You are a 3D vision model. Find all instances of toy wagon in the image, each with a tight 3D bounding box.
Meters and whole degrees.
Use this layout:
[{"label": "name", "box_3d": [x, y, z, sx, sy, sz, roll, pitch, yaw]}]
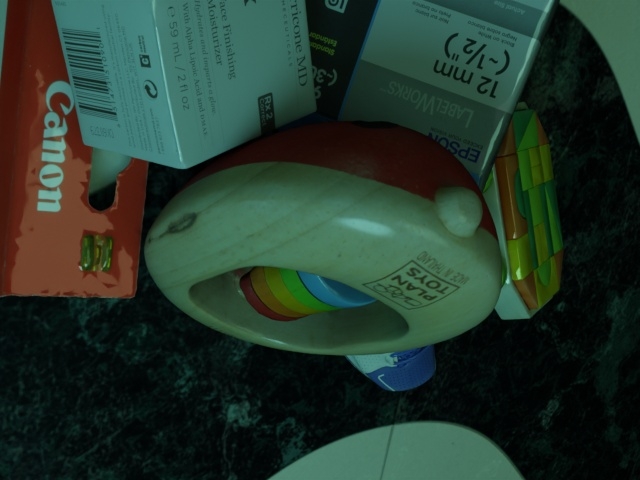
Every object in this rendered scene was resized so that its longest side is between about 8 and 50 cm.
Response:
[{"label": "toy wagon", "box_3d": [0.239, -0.079, 1.010, 0.267, 0.068, 0.345, -20, 102, -58]}]

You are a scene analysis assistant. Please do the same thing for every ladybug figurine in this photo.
[{"label": "ladybug figurine", "box_3d": [0.000, 0.000, 0.795, 0.305, 0.449, 0.162, 30, 64, -29]}]

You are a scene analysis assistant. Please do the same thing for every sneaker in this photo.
[{"label": "sneaker", "box_3d": [0.097, 0.095, 1.015, 0.127, 0.182, 0.316, -29, 124, -15]}]

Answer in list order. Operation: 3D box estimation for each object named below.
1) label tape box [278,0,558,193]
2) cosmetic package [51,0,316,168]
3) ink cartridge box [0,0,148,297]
[{"label": "label tape box", "box_3d": [0.084, -0.171, 0.844, 0.115, 0.249, 0.348, -23, 135, -74]}, {"label": "cosmetic package", "box_3d": [-0.122, -0.175, 0.743, 0.183, 0.151, 0.151, -32, 126, -41]}, {"label": "ink cartridge box", "box_3d": [-0.320, -0.091, 0.691, 0.384, 0.091, 0.308, 4, 96, -33]}]
